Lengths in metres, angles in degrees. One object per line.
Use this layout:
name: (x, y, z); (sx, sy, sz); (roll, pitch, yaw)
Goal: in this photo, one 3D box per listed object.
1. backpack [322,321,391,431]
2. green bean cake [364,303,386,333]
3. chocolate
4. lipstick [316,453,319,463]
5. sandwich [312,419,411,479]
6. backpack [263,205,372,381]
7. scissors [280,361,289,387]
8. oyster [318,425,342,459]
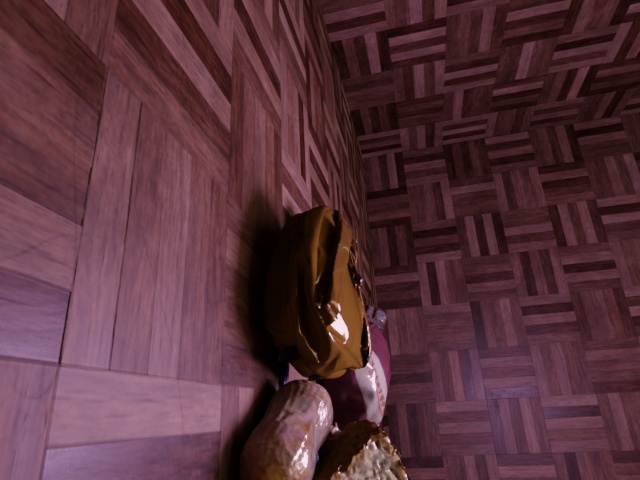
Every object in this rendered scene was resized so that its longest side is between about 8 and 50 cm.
backpack: (0.115, 0.392, 1.390); (0.317, 0.197, 0.283); (-38, 118, -65)
green bean cake: (0.164, 0.364, 1.852); (0.097, 0.199, 0.232); (-63, 160, -56)
chocolate: (-0.051, 0.344, 0.801); (0.309, 0.134, 0.134); (-28, 110, -78)
lipstick: (-0.026, 0.550, 0.921); (0.077, 0.076, 0.289); (-61, 142, -73)
sandwich: (0.038, 0.523, 0.783); (0.325, 0.131, 0.262); (-28, 88, -36)
backpack: (-0.004, 0.117, 0.996); (0.353, 0.201, 0.378); (68, 21, -48)
scissors: (-0.079, 0.310, 0.975); (0.039, 0.012, 0.113); (64, 22, -58)
oyster: (0.023, 0.487, 1.011); (0.107, 0.161, 0.233); (42, -14, -11)
